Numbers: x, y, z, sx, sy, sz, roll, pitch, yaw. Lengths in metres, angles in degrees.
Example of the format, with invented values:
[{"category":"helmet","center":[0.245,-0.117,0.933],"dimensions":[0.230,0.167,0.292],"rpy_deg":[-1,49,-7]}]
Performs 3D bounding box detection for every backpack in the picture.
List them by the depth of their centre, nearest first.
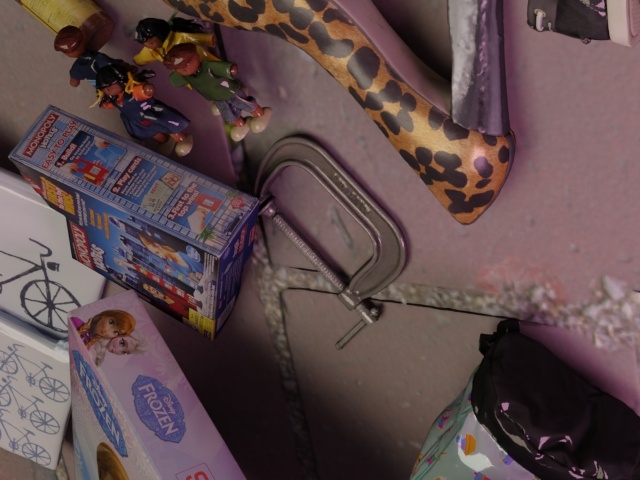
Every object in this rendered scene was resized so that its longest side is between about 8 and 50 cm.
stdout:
[{"category":"backpack","center":[0.134,0.165,1.070],"dimensions":[0.152,0.115,0.182],"rpy_deg":[41,137,6]}]

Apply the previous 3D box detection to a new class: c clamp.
[{"category":"c clamp","center":[0.000,0.000,1.134],"dimensions":[0.160,0.022,0.137],"rpy_deg":[51,135,-1]}]

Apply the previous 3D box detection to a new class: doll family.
[{"category":"doll family","center":[-0.127,-0.123,1.102],"dimensions":[0.193,0.076,0.111],"rpy_deg":[-15,139,37]}]

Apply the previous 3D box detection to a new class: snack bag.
[{"category":"snack bag","center":[-0.356,0.044,1.357],"dimensions":[0.323,0.037,0.342],"rpy_deg":[24,128,0]}]

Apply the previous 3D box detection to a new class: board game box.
[{"category":"board game box","center":[-0.150,-0.020,1.173],"dimensions":[0.194,0.060,0.194],"rpy_deg":[31,157,7]},{"category":"board game box","center":[-0.122,0.259,1.238],"dimensions":[0.318,0.066,0.318],"rpy_deg":[54,151,34]}]

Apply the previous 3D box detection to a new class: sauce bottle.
[{"category":"sauce bottle","center":[-0.223,-0.200,1.168],"dimensions":[0.128,0.042,0.042],"rpy_deg":[41,134,9]}]

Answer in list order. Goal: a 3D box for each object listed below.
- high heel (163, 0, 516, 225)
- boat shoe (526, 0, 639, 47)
[{"category":"high heel","center":[0.006,-0.104,1.010],"dimensions":[0.261,0.093,0.186],"rpy_deg":[6,114,25]},{"category":"boat shoe","center":[0.149,-0.223,0.836],"dimensions":[0.079,0.084,0.233],"rpy_deg":[15,128,30]}]
